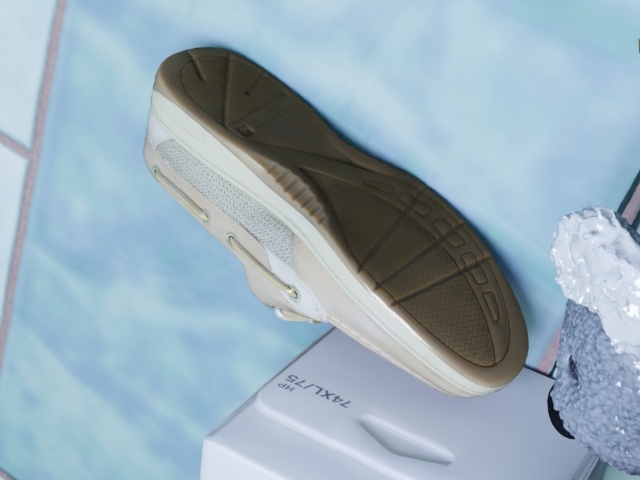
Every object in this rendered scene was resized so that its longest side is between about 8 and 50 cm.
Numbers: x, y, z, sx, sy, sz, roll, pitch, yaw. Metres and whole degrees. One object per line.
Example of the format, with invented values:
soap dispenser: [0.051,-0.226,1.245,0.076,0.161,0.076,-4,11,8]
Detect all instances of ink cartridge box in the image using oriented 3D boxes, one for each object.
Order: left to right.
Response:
ink cartridge box: [0.047,0.222,0.718,0.198,0.197,0.270,22,122,23]

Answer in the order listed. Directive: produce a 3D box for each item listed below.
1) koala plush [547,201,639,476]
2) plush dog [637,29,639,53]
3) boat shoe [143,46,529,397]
koala plush: [0.190,0.091,0.545,0.203,0.196,0.221,-29,62,36]
plush dog: [0.169,-0.184,0.447,0.225,0.210,0.262,40,126,5]
boat shoe: [0.000,0.000,0.706,0.302,0.109,0.098,41,133,16]
